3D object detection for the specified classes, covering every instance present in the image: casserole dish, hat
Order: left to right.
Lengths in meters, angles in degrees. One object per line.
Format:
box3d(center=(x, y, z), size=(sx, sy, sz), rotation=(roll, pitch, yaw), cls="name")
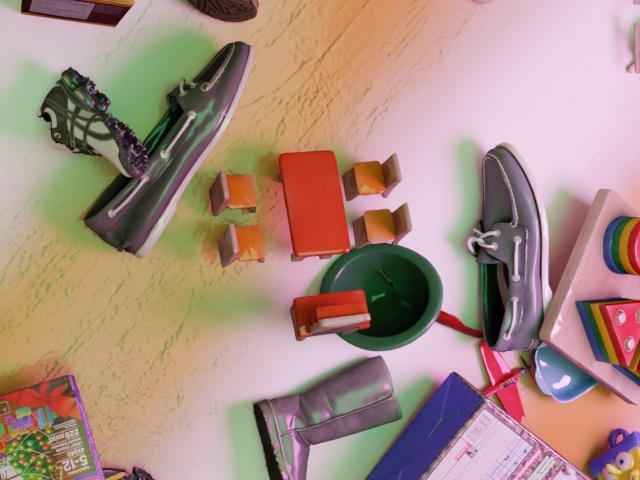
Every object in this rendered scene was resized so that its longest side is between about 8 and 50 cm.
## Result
box3d(center=(0.115, 0.124, 1.593), size=(0.208, 0.183, 0.173), rotation=(26, 70, 25), cls="hat")
box3d(center=(0.412, 0.176, 1.684), size=(0.188, 0.037, 0.114), rotation=(-32, 102, -14), cls="casserole dish")

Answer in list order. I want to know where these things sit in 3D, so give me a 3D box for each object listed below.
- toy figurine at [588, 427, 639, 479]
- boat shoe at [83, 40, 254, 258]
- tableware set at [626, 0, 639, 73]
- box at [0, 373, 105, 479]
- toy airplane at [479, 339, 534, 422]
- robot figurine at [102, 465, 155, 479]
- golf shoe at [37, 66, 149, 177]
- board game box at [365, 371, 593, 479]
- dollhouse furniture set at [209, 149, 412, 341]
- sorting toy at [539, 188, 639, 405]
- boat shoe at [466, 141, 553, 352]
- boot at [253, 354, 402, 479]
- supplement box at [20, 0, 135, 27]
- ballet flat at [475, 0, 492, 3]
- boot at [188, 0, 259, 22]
box3d(center=(0.504, 0.411, 1.683), size=(0.191, 0.217, 0.362), rotation=(14, 133, -32), cls="toy figurine")
box3d(center=(-0.202, -0.137, 1.433), size=(0.095, 0.112, 0.335), rotation=(30, 88, -21), cls="boat shoe")
box3d(center=(0.533, -0.362, 1.692), size=(0.128, 0.039, 0.194), rotation=(-9, 102, -29), cls="tableware set")
box3d(center=(-0.435, 0.312, 1.370), size=(0.293, 0.057, 0.200), rotation=(-18, 84, -8), cls="box")
box3d(center=(0.266, 0.230, 1.645), size=(0.151, 0.028, 0.151), rotation=(-1, 93, -18), cls="toy airplane")
box3d(center=(-0.243, 0.443, 1.466), size=(0.291, 0.085, 0.211), rotation=(33, 82, -17), cls="robot figurine")
box3d(center=(-0.300, -0.135, 1.392), size=(0.094, 0.077, 0.198), rotation=(-43, 60, 4), cls="golf shoe")
box3d(center=(0.251, 0.381, 1.573), size=(0.291, 0.141, 0.232), rotation=(39, 91, -16), cls="board game box")
box3d(center=(0.000, 0.000, 1.455), size=(0.262, 0.135, 0.259), rotation=(-7, 77, -15), cls="dollhouse furniture set")
box3d(center=(0.484, 0.093, 1.621), size=(0.255, 0.089, 0.257), rotation=(34, 74, -33), cls="sorting toy")
box3d(center=(0.275, 0.015, 1.590), size=(0.099, 0.116, 0.319), rotation=(-12, 98, -17), cls="boat shoe")
box3d(center=(0.020, 0.284, 1.556), size=(0.209, 0.076, 0.189), rotation=(-15, 100, -23), cls="boot")
box3d(center=(-0.303, -0.386, 1.342), size=(0.129, 0.194, 0.191), rotation=(5, 92, -18), cls="supplement box")
box3d(center=(0.214, -0.428, 1.578), size=(0.057, 0.052, 0.168), rotation=(-44, 104, -10), cls="ballet flat")
box3d(center=(-0.140, -0.464, 1.434), size=(0.236, 0.089, 0.269), rotation=(37, 56, -57), cls="boot")
